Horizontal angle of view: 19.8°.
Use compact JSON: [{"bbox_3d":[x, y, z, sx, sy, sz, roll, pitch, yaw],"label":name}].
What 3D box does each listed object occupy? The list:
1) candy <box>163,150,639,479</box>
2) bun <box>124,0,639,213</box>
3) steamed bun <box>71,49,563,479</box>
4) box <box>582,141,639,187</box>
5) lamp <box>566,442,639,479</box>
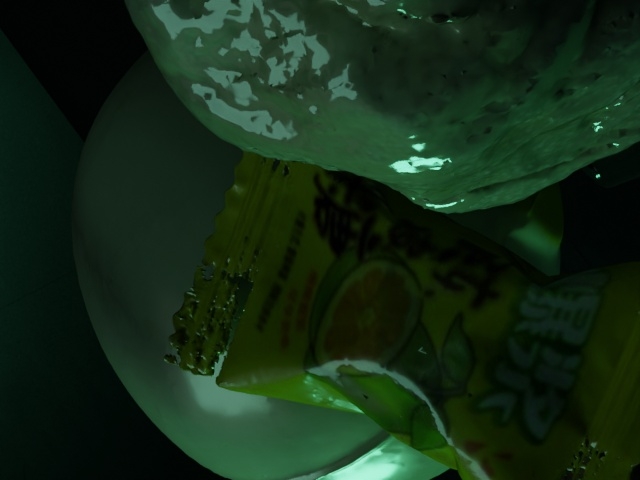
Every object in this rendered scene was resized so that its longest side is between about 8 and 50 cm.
[{"bbox_3d":[0.057,0.043,1.000,0.297,0.187,0.081,27,-166,28],"label":"candy"},{"bbox_3d":[0.054,-0.143,0.734,0.205,0.281,0.281,-22,111,44],"label":"bun"},{"bbox_3d":[-0.004,-0.003,1.233,0.374,0.334,0.334,51,174,44],"label":"steamed bun"},{"bbox_3d":[0.153,-0.087,1.081,0.126,0.027,0.125,50,170,-2],"label":"box"},{"bbox_3d":[0.267,0.191,0.993,0.239,0.305,0.305,5,-167,-27],"label":"lamp"}]
